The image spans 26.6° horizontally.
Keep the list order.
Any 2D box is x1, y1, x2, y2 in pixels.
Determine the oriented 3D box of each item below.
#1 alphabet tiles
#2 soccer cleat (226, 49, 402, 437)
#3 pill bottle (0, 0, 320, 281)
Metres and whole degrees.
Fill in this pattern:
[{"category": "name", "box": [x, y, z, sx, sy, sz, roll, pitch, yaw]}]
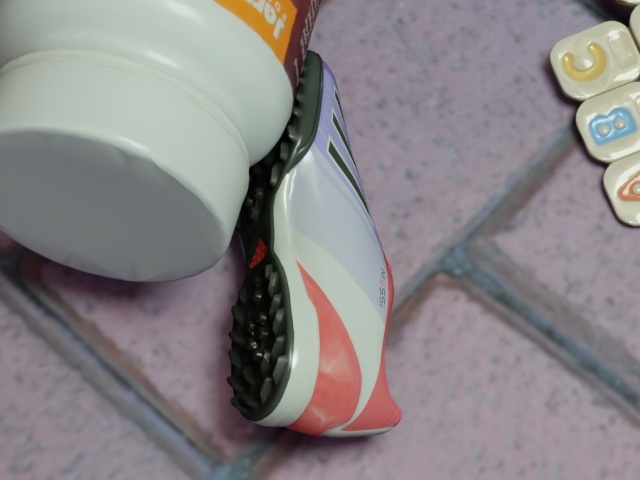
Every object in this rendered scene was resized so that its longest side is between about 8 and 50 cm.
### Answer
[{"category": "alphabet tiles", "box": [0.339, -0.136, 1.082, 0.278, 0.021, 0.284, -21, 75, 5]}, {"category": "soccer cleat", "box": [0.000, 0.000, 1.023, 0.116, 0.108, 0.318, 19, 53, -27]}, {"category": "pill bottle", "box": [-0.112, -0.183, 0.999, 0.224, 0.224, 0.392, 12, 60, 3]}]
